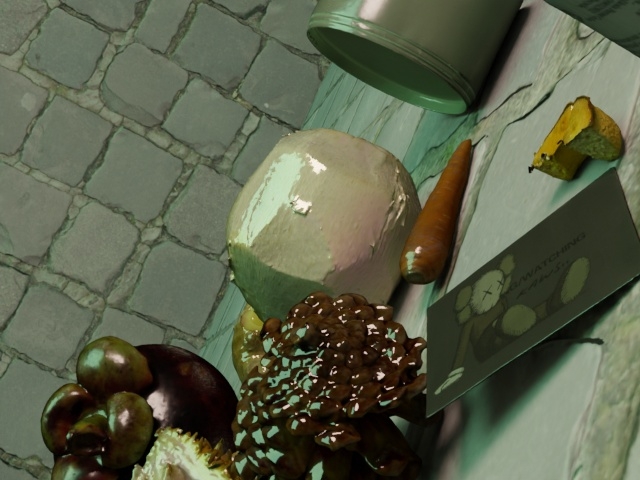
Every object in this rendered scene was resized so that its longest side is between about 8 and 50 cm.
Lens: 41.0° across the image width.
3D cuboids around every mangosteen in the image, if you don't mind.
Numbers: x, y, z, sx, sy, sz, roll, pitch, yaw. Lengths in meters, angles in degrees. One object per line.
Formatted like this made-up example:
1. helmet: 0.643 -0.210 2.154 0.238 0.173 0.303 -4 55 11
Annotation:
1. mangosteen: -0.273 0.297 1.278 0.347 0.307 0.306 42 -112 -55

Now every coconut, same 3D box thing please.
1. coconut: -0.002 -0.001 0.986 0.230 0.227 0.227 -65 10 -11

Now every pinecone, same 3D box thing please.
1. pinecone: 0.010 0.146 0.706 0.195 0.150 0.179 -61 28 21

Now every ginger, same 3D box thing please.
1. ginger: -0.084 0.156 1.348 0.157 0.102 0.216 87 -169 -49

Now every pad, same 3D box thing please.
1. pad: 0.143 0.036 0.611 0.190 0.004 0.127 -41 20 28

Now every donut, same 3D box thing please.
1. donut: 0.195 -0.070 0.651 0.067 0.038 0.083 -80 14 -52

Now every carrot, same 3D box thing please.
1. carrot: 0.130 -0.036 0.905 0.048 0.048 0.216 -51 10 52

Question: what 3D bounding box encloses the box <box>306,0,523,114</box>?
1. box: 0.112 -0.270 1.044 0.149 0.226 0.226 -64 10 -1

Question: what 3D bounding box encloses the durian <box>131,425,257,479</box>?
1. durian: -0.089 0.337 0.790 0.196 0.186 0.305 -19 51 51

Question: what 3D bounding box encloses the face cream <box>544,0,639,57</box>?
1. face cream: 0.220 -0.172 0.446 0.177 0.153 0.177 -60 10 17
